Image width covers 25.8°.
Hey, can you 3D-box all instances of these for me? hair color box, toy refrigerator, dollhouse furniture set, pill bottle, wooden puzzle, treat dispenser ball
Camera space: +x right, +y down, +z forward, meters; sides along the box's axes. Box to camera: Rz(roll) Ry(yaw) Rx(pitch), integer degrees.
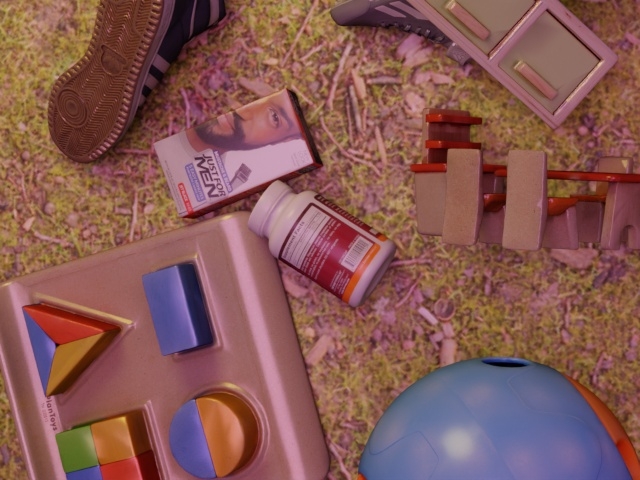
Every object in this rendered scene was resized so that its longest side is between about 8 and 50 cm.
[{"bbox_3d":[-0.093,-0.096,1.572,0.167,0.053,0.093,-22,84,11],"label":"hair color box"},{"bbox_3d":[0.170,-0.240,1.428,0.269,0.094,0.102,38,100,-21],"label":"toy refrigerator"},{"bbox_3d":[0.215,-0.066,1.410,0.259,0.262,0.135,5,95,46],"label":"dollhouse furniture set"},{"bbox_3d":[0.000,0.000,1.532,0.152,0.086,0.086,33,97,10],"label":"pill bottle"},{"bbox_3d":[-0.195,0.161,1.579,0.347,0.080,0.322,-16,86,12],"label":"wooden puzzle"},{"bbox_3d":[0.178,0.259,1.389,0.288,0.288,0.288,0,90,13],"label":"treat dispenser ball"}]

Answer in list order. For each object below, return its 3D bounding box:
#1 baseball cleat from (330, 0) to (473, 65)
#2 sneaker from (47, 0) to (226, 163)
[{"bbox_3d":[0.115,-0.237,1.517,0.205,0.072,0.109,-11,94,16],"label":"baseball cleat"},{"bbox_3d":[-0.203,-0.213,1.586,0.099,0.153,0.282,39,128,8],"label":"sneaker"}]
